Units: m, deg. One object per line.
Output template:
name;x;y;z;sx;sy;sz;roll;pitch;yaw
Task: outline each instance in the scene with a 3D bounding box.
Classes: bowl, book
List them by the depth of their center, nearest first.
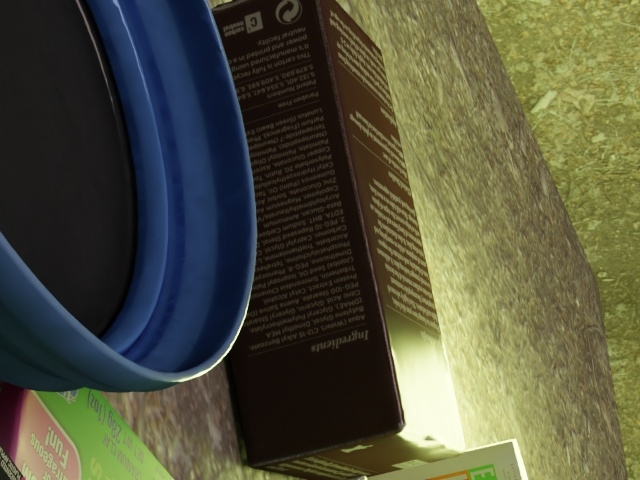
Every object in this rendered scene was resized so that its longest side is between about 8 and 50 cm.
bowl;-0.153;-0.106;0.822;0.391;0.077;0.391;-18;90;-72
book;0.125;0.247;1.497;0.035;0.144;0.096;-6;80;-73

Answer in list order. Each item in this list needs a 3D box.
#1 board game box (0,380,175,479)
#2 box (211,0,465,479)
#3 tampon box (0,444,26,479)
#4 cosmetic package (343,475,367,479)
board game box;-0.130;0.234;0.808;0.242;0.064;0.316;58;23;-44
box;0.000;0.000;1.336;0.191;0.143;0.381;34;41;-66
tampon box;-0.196;0.130;0.620;0.161;0.101;0.120;-84;152;-52
cosmetic package;-0.003;0.290;1.072;0.107;0.127;0.238;-13;90;-73
